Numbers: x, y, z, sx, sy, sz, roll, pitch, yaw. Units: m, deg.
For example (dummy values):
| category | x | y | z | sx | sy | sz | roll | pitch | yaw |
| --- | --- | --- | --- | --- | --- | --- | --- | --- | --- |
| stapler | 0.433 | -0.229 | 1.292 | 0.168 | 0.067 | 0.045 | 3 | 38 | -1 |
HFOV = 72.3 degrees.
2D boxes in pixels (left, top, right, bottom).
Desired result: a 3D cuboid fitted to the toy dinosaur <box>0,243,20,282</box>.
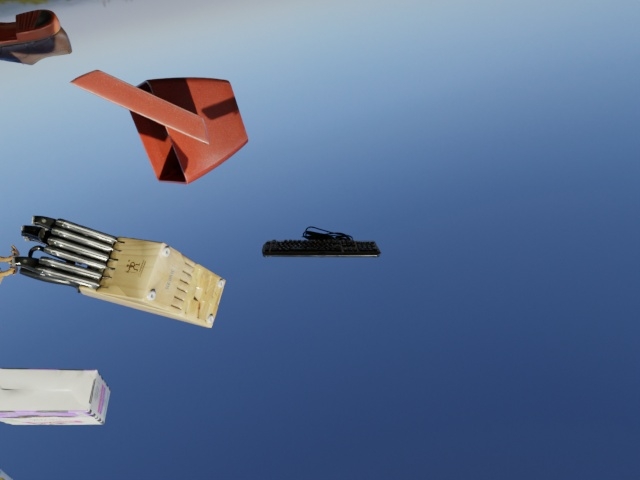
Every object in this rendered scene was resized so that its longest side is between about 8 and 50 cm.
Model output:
| category | x | y | z | sx | sy | sz | roll | pitch | yaw |
| --- | --- | --- | --- | --- | --- | --- | --- | --- | --- |
| toy dinosaur | -0.641 | 0.055 | 0.847 | 0.112 | 0.064 | 0.211 | -17 | 172 | -9 |

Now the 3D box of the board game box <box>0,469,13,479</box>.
| category | x | y | z | sx | sy | sz | roll | pitch | yaw |
| --- | --- | --- | --- | --- | --- | --- | --- | --- | --- |
| board game box | -0.612 | 0.522 | 0.768 | 0.142 | 0.275 | 0.144 | -45 | -172 | -4 |

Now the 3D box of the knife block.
| category | x | y | z | sx | sy | sz | roll | pitch | yaw |
| --- | --- | --- | --- | --- | --- | --- | --- | --- | --- |
| knife block | -0.319 | 0.053 | 0.696 | 0.241 | 0.276 | 0.088 | 7 | -109 | 21 |

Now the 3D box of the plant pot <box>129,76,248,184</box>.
| category | x | y | z | sx | sy | sz | roll | pitch | yaw |
| --- | --- | --- | --- | --- | --- | --- | --- | --- | --- |
| plant pot | -0.366 | -0.330 | 1.250 | 0.235 | 0.267 | 0.267 | -28 | -157 | -29 |

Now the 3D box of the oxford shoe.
| category | x | y | z | sx | sy | sz | roll | pitch | yaw |
| --- | --- | --- | --- | --- | --- | --- | --- | --- | --- |
| oxford shoe | -0.694 | -0.421 | 0.964 | 0.271 | 0.098 | 0.097 | -11 | -118 | -2 |

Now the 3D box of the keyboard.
| category | x | y | z | sx | sy | sz | roll | pitch | yaw |
| --- | --- | --- | --- | --- | --- | --- | --- | --- | --- |
| keyboard | 0.000 | 0.000 | 0.734 | 0.191 | 0.038 | 0.100 | 1 | -167 | -4 |

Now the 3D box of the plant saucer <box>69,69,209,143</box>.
| category | x | y | z | sx | sy | sz | roll | pitch | yaw |
| --- | --- | --- | --- | --- | --- | --- | --- | --- | --- |
| plant saucer | -0.354 | -0.278 | 0.925 | 0.258 | 0.048 | 0.259 | 22 | -174 | -19 |

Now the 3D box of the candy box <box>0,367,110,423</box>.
| category | x | y | z | sx | sy | sz | roll | pitch | yaw |
| --- | --- | --- | --- | --- | --- | --- | --- | --- | --- |
| candy box | -0.474 | 0.279 | 0.772 | 0.164 | 0.196 | 0.070 | 6 | -119 | -15 |
